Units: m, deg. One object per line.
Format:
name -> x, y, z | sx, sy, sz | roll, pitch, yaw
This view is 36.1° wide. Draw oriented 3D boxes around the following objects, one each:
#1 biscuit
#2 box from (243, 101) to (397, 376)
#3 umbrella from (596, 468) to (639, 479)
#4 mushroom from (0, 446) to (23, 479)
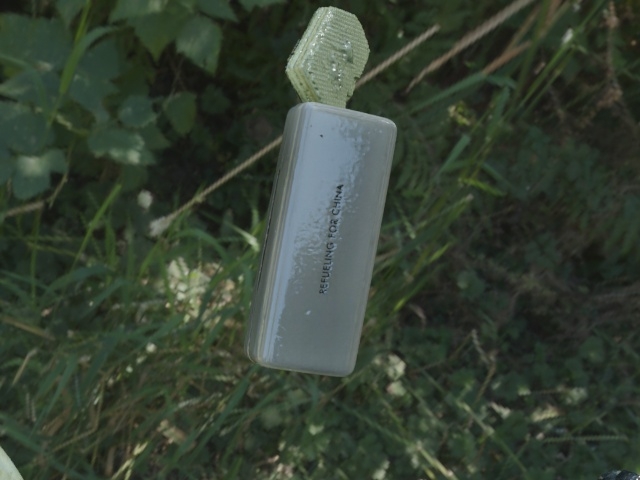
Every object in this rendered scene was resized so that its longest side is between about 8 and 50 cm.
biscuit -> 0.022, -0.323, 1.751 | 0.150, 0.052, 0.252 | 62, 36, -35
box -> 0.000, 0.000, 0.908 | 0.103, 0.055, 0.244 | 10, 90, -19
umbrella -> 0.340, 0.299, 1.096 | 0.071, 0.224, 0.080 | 3, 82, 15
mushroom -> -0.509, 0.266, 1.349 | 0.081, 0.099, 0.312 | -73, 146, -56
